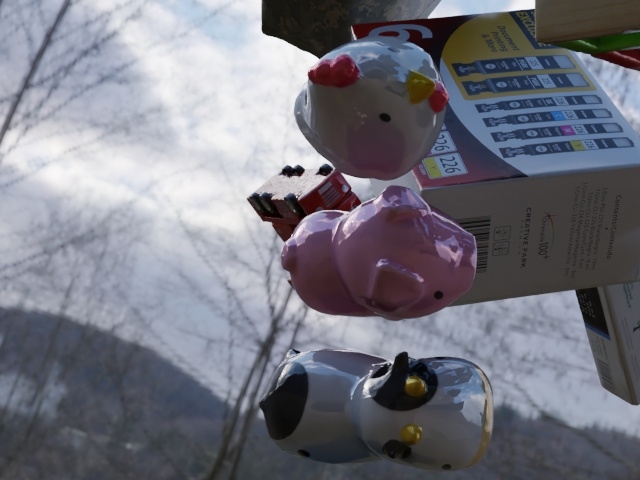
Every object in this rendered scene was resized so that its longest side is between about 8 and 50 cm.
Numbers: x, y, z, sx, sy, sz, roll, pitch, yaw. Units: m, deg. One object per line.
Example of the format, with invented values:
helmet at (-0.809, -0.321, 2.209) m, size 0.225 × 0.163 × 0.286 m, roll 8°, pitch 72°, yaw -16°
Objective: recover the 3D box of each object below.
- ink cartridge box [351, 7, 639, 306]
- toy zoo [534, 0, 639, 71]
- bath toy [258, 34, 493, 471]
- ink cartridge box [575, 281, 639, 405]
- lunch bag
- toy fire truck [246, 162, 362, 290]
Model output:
ink cartridge box at (0.187, -0.093, 1.096) m, size 0.272 × 0.309 × 0.130 m, roll -7°, pitch -54°, yaw -7°
toy zoo at (0.285, -0.129, 0.729) m, size 0.192 × 0.030 × 0.293 m, roll -1°, pitch -1°, yaw 37°
bath toy at (0.033, 0.029, 0.743) m, size 0.151 × 0.348 × 0.129 m, roll -1°, pitch -11°, yaw 15°
ink cartridge box at (0.414, 0.015, 1.216) m, size 0.065 × 0.332 × 0.165 m, roll 33°, pitch -32°, yaw 59°
lunch bag at (0.072, -0.361, 1.283) m, size 0.169 × 0.287 × 0.235 m, roll 33°, pitch -34°, yaw 27°
toy fire truck at (0.000, 0.000, 1.027) m, size 0.135 × 0.047 × 0.192 m, roll 53°, pitch -16°, yaw -16°
